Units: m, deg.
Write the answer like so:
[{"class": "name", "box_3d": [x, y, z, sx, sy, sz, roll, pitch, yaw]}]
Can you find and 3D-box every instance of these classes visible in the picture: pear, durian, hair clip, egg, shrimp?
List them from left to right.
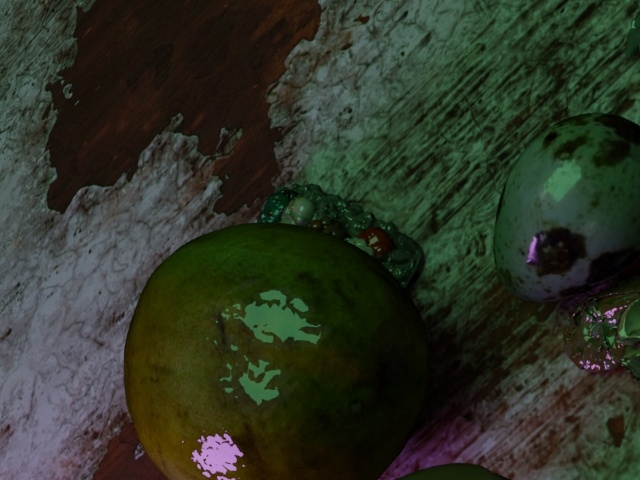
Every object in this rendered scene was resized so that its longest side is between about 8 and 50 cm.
[{"class": "pear", "box_3d": [-0.050, 0.151, 1.867, 0.413, 0.352, 0.352, -3, 64, 49]}, {"class": "hair clip", "box_3d": [-0.002, -0.001, 2.099, 0.321, 0.091, 0.138, 26, 83, 51]}, {"class": "egg", "box_3d": [0.275, -0.031, 1.752, 0.231, 0.169, 0.169, -54, 37, 21]}, {"class": "shrimp", "box_3d": [0.333, 0.081, 1.722, 0.184, 0.043, 0.091, -36, 50, 36]}, {"class": "durian", "box_3d": [0.370, 0.089, 1.639, 0.140, 0.071, 0.110, -38, 82, 18]}]

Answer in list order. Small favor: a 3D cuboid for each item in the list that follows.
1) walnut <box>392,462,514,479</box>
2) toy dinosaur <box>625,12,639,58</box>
[{"class": "walnut", "box_3d": [0.113, 0.397, 1.541, 0.383, 0.383, 0.384, -27, 48, 35]}, {"class": "toy dinosaur", "box_3d": [0.499, -0.315, 1.763, 0.393, 0.092, 0.205, -50, 34, 16]}]
